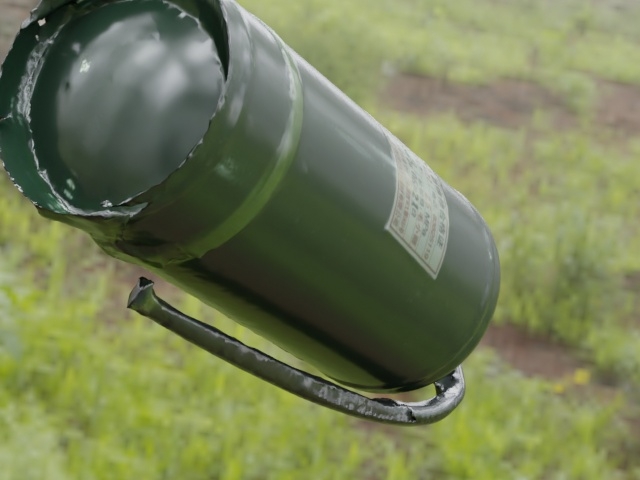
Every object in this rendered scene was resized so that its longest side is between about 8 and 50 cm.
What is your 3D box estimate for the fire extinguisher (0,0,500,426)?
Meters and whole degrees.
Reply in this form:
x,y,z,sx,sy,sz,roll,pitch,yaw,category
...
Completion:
x,y,z,sx,sy,sz,roll,pitch,yaw,category
0.000,0.000,0.717,0.093,0.118,0.294,-15,-26,23,fire extinguisher
